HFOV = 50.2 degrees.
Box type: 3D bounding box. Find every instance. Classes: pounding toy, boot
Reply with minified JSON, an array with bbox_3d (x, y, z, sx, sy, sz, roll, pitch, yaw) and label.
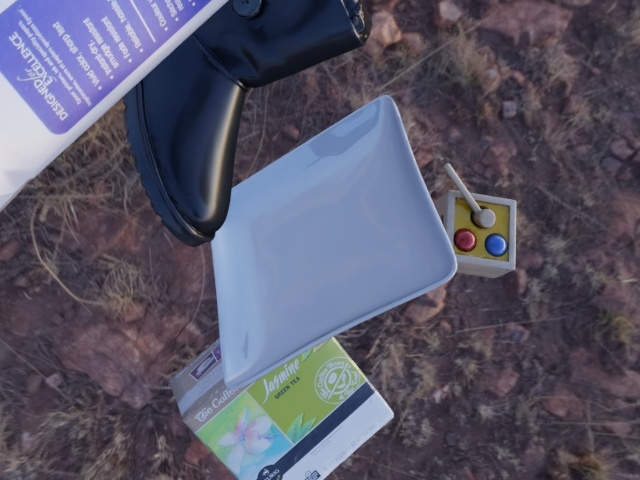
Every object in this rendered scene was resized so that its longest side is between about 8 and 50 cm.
[{"bbox_3d":[0.229,-0.028,1.041,0.130,0.100,0.141,8,75,-10],"label":"pounding toy"},{"bbox_3d":[-0.056,-0.139,0.568,0.207,0.094,0.246,-17,77,16],"label":"boot"}]

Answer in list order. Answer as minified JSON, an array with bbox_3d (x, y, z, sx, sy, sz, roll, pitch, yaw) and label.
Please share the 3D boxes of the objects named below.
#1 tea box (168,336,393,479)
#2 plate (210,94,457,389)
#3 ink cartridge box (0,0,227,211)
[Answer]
[{"bbox_3d":[-0.086,0.334,1.453,0.329,0.220,0.323,-41,110,-8],"label":"tea box"},{"bbox_3d":[0.000,0.000,0.762,0.278,0.045,0.277,-30,46,19],"label":"plate"},{"bbox_3d":[-0.110,-0.172,0.328,0.065,0.165,0.332,26,65,34],"label":"ink cartridge box"}]
